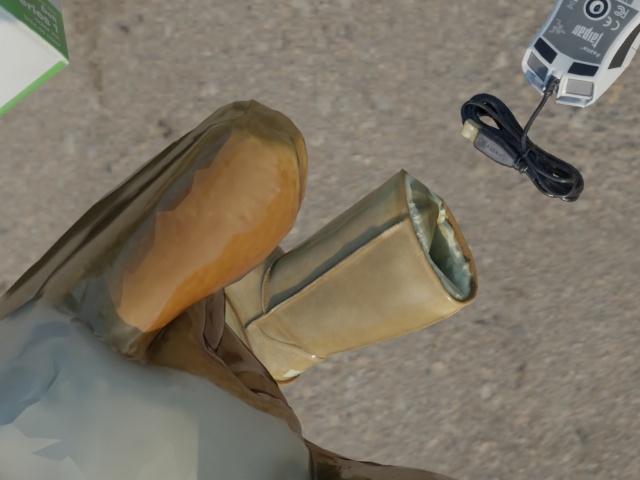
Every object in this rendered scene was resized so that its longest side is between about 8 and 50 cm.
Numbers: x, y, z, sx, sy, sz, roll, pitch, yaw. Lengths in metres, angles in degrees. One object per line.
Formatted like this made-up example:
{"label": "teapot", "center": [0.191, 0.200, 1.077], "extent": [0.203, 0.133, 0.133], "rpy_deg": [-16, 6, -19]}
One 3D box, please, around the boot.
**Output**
{"label": "boot", "center": [0.000, 0.000, 1.342], "extent": [0.269, 0.089, 0.236], "rpy_deg": [-32, 84, 43]}

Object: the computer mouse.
{"label": "computer mouse", "center": [0.185, -0.129, 1.015], "extent": [0.106, 0.042, 0.193], "rpy_deg": [34, 92, 27]}

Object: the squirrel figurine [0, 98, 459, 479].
{"label": "squirrel figurine", "center": [-0.055, 0.209, 0.650], "extent": [0.370, 0.281, 0.397], "rpy_deg": [43, 137, -17]}

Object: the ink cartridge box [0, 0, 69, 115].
{"label": "ink cartridge box", "center": [-0.336, -0.214, 1.236], "extent": [0.201, 0.117, 0.278], "rpy_deg": [-34, 45, 19]}
